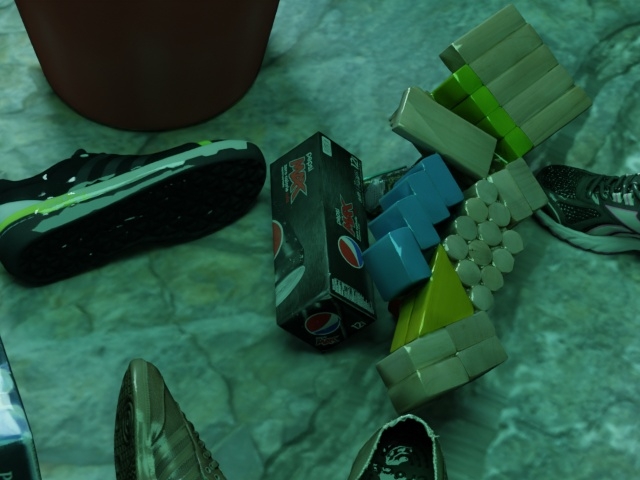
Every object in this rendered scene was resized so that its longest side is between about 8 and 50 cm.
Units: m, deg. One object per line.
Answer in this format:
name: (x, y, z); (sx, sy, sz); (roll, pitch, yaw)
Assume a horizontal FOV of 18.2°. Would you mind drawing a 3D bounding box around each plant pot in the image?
plant pot: (-0.144, -0.242, 1.646); (0.275, 0.243, 0.275); (1, 50, -1)

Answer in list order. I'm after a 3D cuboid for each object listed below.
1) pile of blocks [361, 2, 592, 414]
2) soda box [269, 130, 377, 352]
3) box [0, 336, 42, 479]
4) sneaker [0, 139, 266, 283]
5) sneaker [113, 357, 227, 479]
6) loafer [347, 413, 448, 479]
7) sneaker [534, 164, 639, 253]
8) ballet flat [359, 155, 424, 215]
pile of blocks: (0.086, -0.019, 1.529); (0.149, 0.112, 0.362); (32, 53, -14)
soda box: (0.000, 0.000, 1.550); (0.060, 0.053, 0.169); (-33, 41, 29)
box: (-0.385, 0.165, 1.267); (0.395, 0.212, 0.293); (-13, 35, -14)
sneaker: (-0.161, -0.048, 1.582); (0.235, 0.084, 0.097); (-17, 51, -16)
sneaker: (-0.103, 0.170, 1.420); (0.071, 0.066, 0.188); (4, 52, -20)
loafer: (0.028, 0.219, 1.353); (0.094, 0.087, 0.251); (11, 50, 8)
sneaker: (0.256, -0.030, 1.582); (0.178, 0.077, 0.072); (19, 50, 15)
ballet flat: (0.080, -0.049, 1.626); (0.114, 0.041, 0.041); (-25, 54, -21)
